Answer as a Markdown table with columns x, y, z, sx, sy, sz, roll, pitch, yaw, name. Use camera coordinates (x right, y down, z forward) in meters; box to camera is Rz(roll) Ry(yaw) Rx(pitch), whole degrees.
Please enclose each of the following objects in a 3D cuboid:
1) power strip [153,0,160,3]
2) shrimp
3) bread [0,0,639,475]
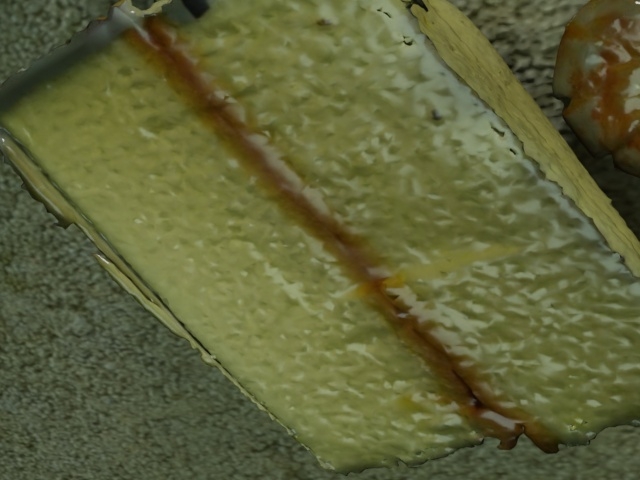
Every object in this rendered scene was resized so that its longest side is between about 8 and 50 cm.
| x | y | z | sx | sy | sz | roll | pitch | yaw | name |
| --- | --- | --- | --- | --- | --- | --- | --- | --- | --- |
| -0.087 | -0.147 | 0.807 | 0.076 | 0.028 | 0.169 | -3 | 148 | -7 | power strip |
| 0.297 | -0.082 | 0.698 | 0.294 | 0.062 | 0.154 | 27 | 120 | 11 | shrimp |
| 0.000 | 0.000 | 0.719 | 0.345 | 0.242 | 0.405 | -37 | 63 | 26 | bread |
